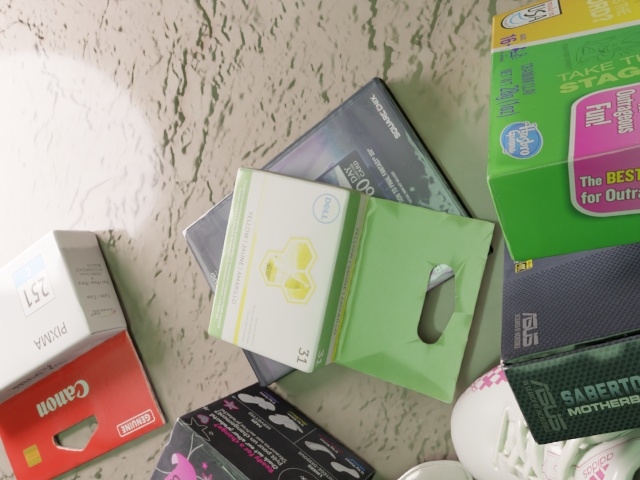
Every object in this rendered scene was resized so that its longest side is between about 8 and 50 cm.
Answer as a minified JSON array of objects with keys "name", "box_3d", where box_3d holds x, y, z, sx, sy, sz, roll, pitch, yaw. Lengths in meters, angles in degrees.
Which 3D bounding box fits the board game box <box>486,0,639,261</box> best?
[{"name":"board game box","box_3d":[0.266,-0.113,0.340,0.317,0.242,0.064,-11,126,25]}]

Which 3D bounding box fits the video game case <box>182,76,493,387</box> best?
[{"name":"video game case","box_3d":[0.000,0.000,0.581,0.274,0.026,0.196,-35,77,22]}]

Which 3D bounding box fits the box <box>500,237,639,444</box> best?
[{"name":"box","box_3d":[0.212,0.015,0.364,0.184,0.232,0.059,-20,105,25]}]

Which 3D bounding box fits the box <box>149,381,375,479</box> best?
[{"name":"box","box_3d":[-0.090,0.294,0.566,0.163,0.142,0.247,32,104,21]}]

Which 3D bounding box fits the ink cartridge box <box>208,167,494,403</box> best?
[{"name":"ink cartridge box","box_3d":[0.018,0.038,0.531,0.235,0.056,0.170,15,97,27]}]

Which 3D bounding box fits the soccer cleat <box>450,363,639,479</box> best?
[{"name":"soccer cleat","box_3d":[0.177,0.129,0.373,0.331,0.143,0.115,-29,73,54]}]

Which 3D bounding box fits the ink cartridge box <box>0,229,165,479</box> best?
[{"name":"ink cartridge box","box_3d":[-0.362,0.166,0.738,0.296,0.066,0.261,-30,77,24]}]

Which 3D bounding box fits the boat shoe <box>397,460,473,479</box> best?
[{"name":"boat shoe","box_3d":[0.088,0.243,0.537,0.125,0.038,0.046,-36,48,14]}]
